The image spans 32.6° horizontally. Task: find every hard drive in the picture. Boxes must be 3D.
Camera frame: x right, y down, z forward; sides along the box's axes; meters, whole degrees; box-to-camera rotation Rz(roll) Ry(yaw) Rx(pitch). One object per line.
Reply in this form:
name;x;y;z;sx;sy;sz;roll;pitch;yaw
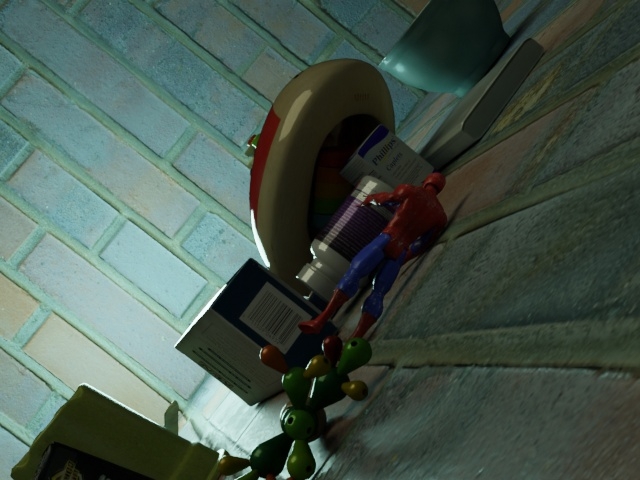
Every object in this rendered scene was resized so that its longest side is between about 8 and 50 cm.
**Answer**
hard drive;0.255;-0.212;1.869;0.203;0.040;0.307;-53;3;-16

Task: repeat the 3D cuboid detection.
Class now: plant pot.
plant pot;-0.326;0.366;1.702;0.276;0.254;0.276;-52;3;4
plant pot;0.295;-0.443;2.435;0.293;0.196;0.293;-52;4;5

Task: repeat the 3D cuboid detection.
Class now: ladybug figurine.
ladybug figurine;-0.011;-0.112;1.947;0.305;0.162;0.449;-11;-61;-47

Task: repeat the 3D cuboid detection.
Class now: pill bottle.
pill bottle;0.053;0.005;1.680;0.193;0.108;0.108;-52;3;-6

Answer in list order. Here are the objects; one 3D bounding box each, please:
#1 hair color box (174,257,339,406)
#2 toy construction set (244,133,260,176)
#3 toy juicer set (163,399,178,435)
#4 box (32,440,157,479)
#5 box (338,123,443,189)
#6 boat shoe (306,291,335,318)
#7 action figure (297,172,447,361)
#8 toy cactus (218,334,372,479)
hair color box;-0.110;0.153;1.728;0.105;0.174;0.347;-52;4;-22
toy construction set;-0.022;-0.137;2.188;0.215;0.328;0.151;-40;-29;-50
toy juicer set;-0.309;0.459;2.024;0.329;0.089;0.209;-60;-8;-8
box;-0.327;0.407;1.489;0.051;0.175;0.220;-47;23;51
box;0.115;-0.110;1.812;0.072;0.137;0.126;-52;3;-18
boat shoe;0.021;0.066;1.824;0.183;0.066;0.066;-53;2;-24
action figure;0.067;0.025;1.409;0.280;0.091;0.139;-53;13;-20
toy cactus;-0.031;0.184;1.125;0.219;0.112;0.180;-60;-6;-4
